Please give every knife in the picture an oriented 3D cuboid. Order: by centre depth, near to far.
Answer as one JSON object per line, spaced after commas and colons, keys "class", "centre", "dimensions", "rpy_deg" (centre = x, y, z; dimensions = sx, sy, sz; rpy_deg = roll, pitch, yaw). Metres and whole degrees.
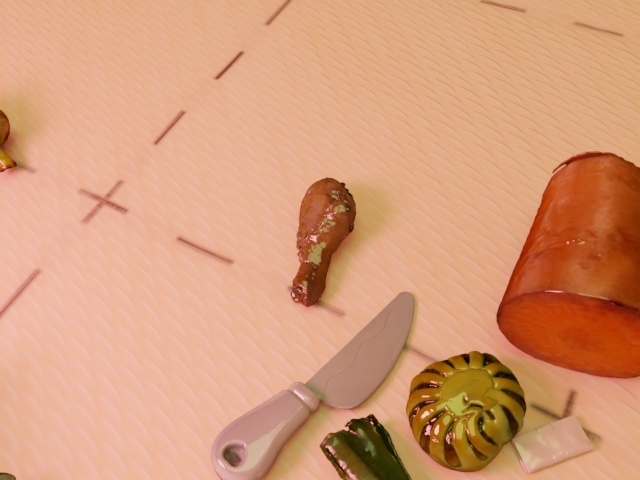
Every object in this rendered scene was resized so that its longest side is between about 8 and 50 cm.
{"class": "knife", "centre": [0.014, 0.175, 0.796], "dimensions": [0.331, 0.044, 0.080], "rpy_deg": [-35, 58, -22]}

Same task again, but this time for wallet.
{"class": "wallet", "centre": [0.260, 0.229, 0.746], "dimensions": [0.083, 0.011, 0.044], "rpy_deg": [-17, 55, -6]}

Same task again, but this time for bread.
{"class": "bread", "centre": [0.166, 0.188, 0.750], "dimensions": [0.139, 0.071, 0.130], "rpy_deg": [-22, 51, -10]}

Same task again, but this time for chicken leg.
{"class": "chicken leg", "centre": [0.000, -0.001, 0.904], "dimensions": [0.085, 0.069, 0.198], "rpy_deg": [9, 63, 13]}

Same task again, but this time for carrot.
{"class": "carrot", "centre": [0.331, 0.014, 0.786], "dimensions": [0.196, 0.196, 0.254], "rpy_deg": [14, 57, 15]}

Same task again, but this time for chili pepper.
{"class": "chili pepper", "centre": [0.116, 0.334, 0.654], "dimensions": [0.085, 0.076, 0.359], "rpy_deg": [-9, 50, -33]}

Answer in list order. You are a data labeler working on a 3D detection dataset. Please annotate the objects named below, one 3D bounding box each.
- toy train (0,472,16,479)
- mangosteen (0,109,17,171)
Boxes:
{"class": "toy train", "centre": [-0.364, 0.369, 0.666], "dimensions": [0.159, 0.101, 0.248], "rpy_deg": [-20, 53, 11]}
{"class": "mangosteen", "centre": [-0.569, -0.176, 1.030], "dimensions": [0.181, 0.145, 0.156], "rpy_deg": [17, 55, 16]}
